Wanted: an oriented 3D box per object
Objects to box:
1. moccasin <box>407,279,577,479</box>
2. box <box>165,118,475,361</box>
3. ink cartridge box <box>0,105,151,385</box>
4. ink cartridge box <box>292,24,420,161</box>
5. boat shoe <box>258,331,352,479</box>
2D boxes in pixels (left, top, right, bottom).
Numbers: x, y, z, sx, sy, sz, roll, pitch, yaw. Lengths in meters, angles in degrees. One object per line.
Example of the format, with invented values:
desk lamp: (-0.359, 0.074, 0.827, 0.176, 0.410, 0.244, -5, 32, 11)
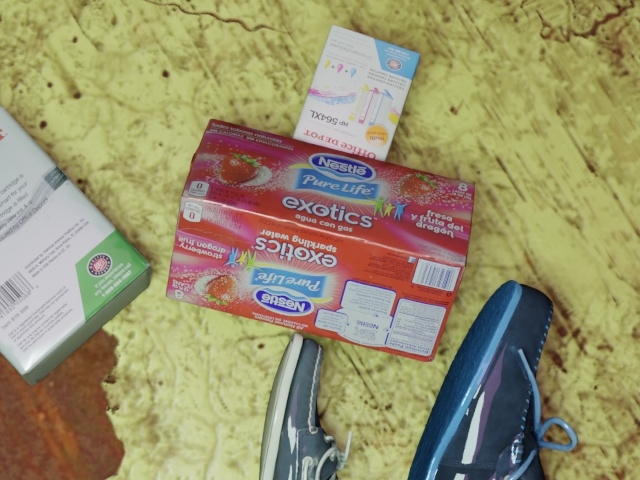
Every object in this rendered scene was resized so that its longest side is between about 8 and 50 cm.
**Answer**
moccasin: (0.148, 0.209, 1.345, 0.116, 0.138, 0.342, 21, 89, -4)
box: (0.000, 0.000, 1.346, 0.256, 0.128, 0.123, 14, 40, 0)
ink cartridge box: (-0.279, 0.004, 1.364, 0.153, 0.087, 0.208, -41, 84, -12)
ink cartridge box: (0.027, -0.114, 1.418, 0.092, 0.090, 0.143, 18, 75, 0)
boat shoe: (-0.018, 0.212, 1.332, 0.079, 0.095, 0.255, 9, 77, -1)
